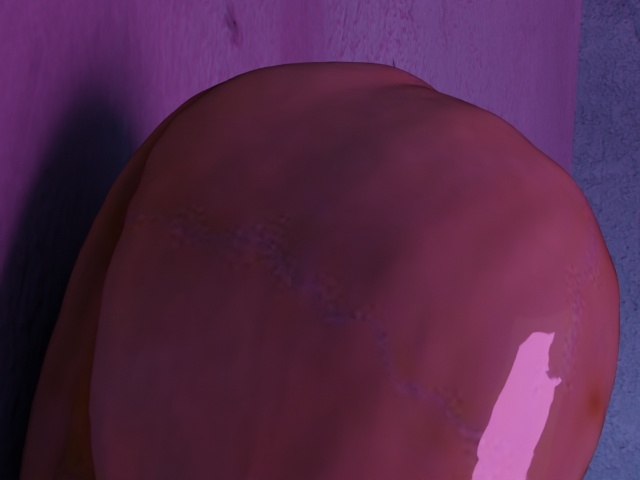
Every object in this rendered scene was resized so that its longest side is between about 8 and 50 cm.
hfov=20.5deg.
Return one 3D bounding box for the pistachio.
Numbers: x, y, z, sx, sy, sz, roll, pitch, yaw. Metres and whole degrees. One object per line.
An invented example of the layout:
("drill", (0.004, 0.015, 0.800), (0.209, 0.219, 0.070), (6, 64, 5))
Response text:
("pistachio", (0.000, 0.075, 0.710), (0.238, 0.229, 0.321), (28, 62, -29))
